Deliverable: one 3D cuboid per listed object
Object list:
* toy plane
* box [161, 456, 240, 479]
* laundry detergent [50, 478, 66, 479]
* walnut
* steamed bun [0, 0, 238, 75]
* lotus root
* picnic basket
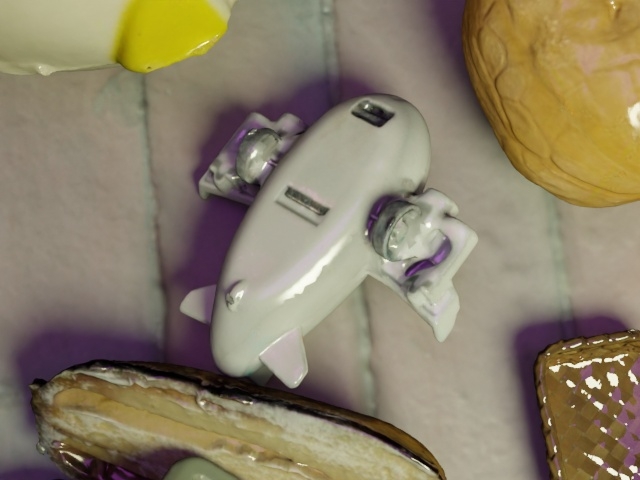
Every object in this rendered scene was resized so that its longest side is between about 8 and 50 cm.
[{"bbox_3d":[-0.001,-0.002,0.844,0.252,0.118,0.252,-8,65,19],"label":"toy plane"},{"bbox_3d":[-0.065,0.249,0.771,0.172,0.093,0.124,33,44,0],"label":"box"},{"bbox_3d":[-0.148,0.269,0.826,0.206,0.096,0.061,37,113,7],"label":"laundry detergent"},{"bbox_3d":[0.206,-0.133,0.818,0.193,0.193,0.226,-32,75,0],"label":"walnut"},{"bbox_3d":[-0.210,-0.289,0.823,0.373,0.334,0.334,4,80,11],"label":"steamed bun"},{"bbox_3d":[-0.060,0.160,0.832,0.329,0.078,0.167,16,120,11],"label":"lotus root"},{"bbox_3d":[0.220,0.166,0.820,0.110,0.055,0.193,-9,81,-2],"label":"picnic basket"}]
